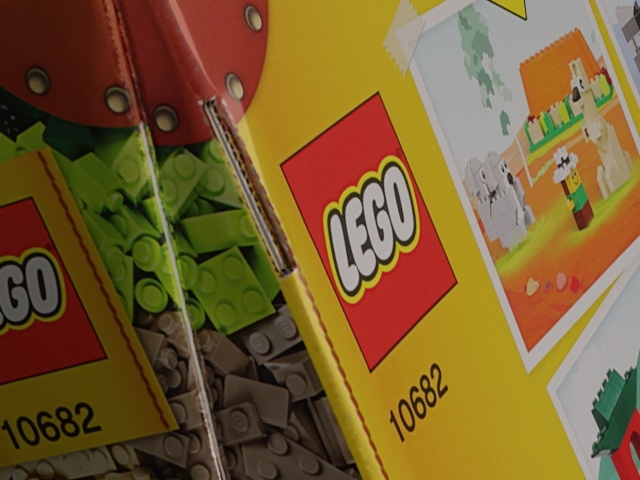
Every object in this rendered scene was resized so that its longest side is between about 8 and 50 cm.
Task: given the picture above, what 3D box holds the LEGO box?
[{"bbox_3d":[0.049,0.004,0.774,0.500,0.193,0.372,-39,110,-54],"label":"LEGO box"}]
